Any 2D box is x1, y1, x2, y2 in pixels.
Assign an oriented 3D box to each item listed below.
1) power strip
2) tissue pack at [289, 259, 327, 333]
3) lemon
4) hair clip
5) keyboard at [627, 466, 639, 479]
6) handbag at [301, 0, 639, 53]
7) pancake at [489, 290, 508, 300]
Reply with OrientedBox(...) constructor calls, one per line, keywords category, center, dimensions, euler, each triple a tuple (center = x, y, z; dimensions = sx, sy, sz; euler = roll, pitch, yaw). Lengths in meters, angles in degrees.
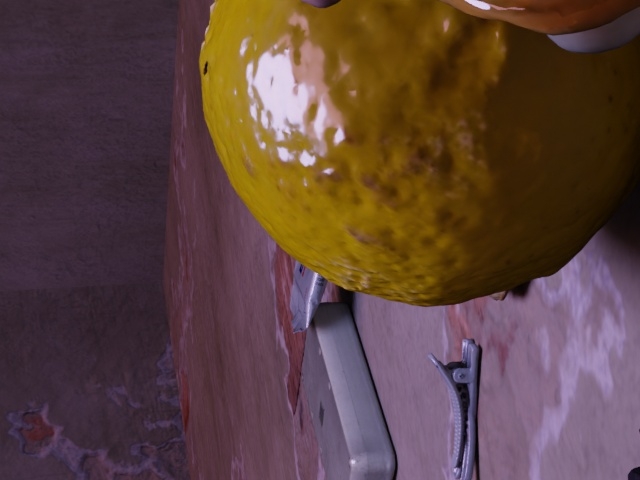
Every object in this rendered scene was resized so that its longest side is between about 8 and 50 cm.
OrientedBox(category="power strip", center=(0.024, 0.180, 1.578), dimensions=(0.270, 0.046, 0.118), euler=(-107, 18, -50))
OrientedBox(category="tissue pack", center=(0.000, 0.000, 1.610), dimensions=(0.122, 0.026, 0.193), euler=(-131, 57, -75))
OrientedBox(category="lemon", center=(0.060, -0.088, 0.834), dimensions=(0.310, 0.253, 0.253), euler=(134, 132, -78))
OrientedBox(category="hair clip", center=(0.105, 0.136, 1.202), dimensions=(0.030, 0.039, 0.115), euler=(-121, 28, -77))
OrientedBox(category="keyboard", center=(0.204, 0.162, 0.783), dimensions=(0.204, 0.013, 0.061), euler=(-175, 82, -78))
OrientedBox(category="handbag", center=(0.106, -0.177, 0.540), dimensions=(0.133, 0.283, 0.401), euler=(67, 169, -17))
OrientedBox(category="pancake", center=(0.124, -0.030, 1.094), dimensions=(0.151, 0.025, 0.152), euler=(179, 90, -78))
